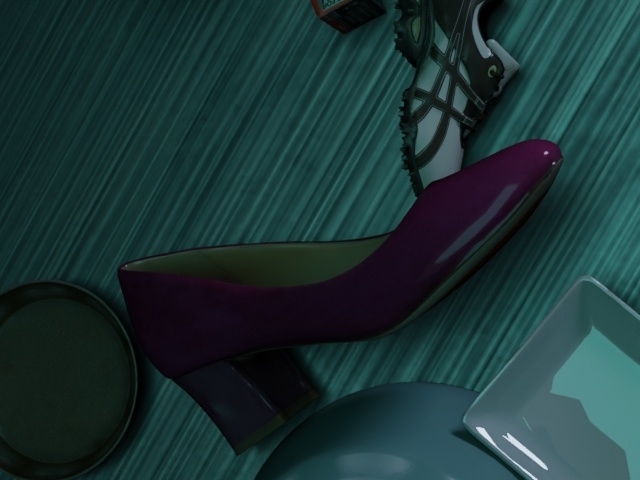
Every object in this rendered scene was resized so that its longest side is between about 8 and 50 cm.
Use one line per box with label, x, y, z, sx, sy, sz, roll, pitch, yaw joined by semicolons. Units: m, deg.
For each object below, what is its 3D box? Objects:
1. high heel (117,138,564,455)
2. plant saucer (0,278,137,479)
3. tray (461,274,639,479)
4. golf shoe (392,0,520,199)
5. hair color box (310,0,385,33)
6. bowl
high heel;0.000;0.000;1.235;0.377;0.127;0.181;-40;85;26
plant saucer;-0.224;0.117;1.385;0.169;0.029;0.168;-2;85;18
tray;0.247;0.163;1.193;0.270;0.030;0.145;40;85;11
golf shoe;0.106;-0.109;1.269;0.094;0.077;0.198;-2;93;9
hair color box;-0.002;-0.239;1.314;0.043;0.072;0.141;-27;78;14
bowl;0.052;0.262;1.217;0.312;0.163;0.311;-1;87;17
